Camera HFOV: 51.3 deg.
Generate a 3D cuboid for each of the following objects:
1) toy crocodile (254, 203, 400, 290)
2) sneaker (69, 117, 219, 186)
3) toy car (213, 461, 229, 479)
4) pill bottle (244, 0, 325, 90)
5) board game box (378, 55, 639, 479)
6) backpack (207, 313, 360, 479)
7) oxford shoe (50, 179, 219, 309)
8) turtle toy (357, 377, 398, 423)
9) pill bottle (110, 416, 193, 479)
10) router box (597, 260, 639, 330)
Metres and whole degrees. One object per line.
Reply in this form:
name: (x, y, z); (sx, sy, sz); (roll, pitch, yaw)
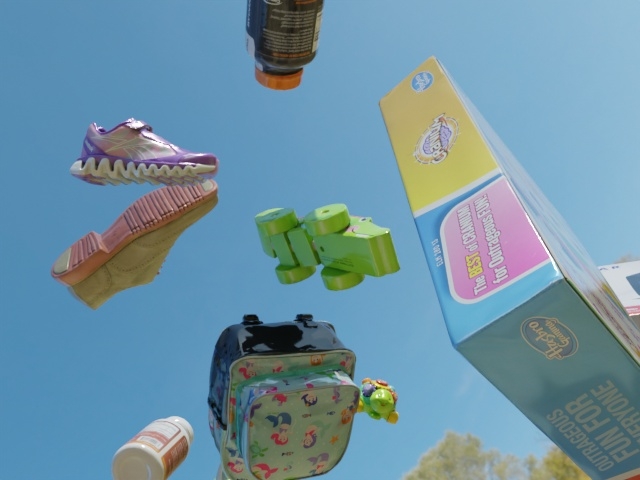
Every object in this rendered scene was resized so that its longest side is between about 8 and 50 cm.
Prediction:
toy crocodile: (0.000, 0.000, 1.018); (0.105, 0.340, 0.115); (-30, -72, -31)
sneaker: (-0.275, -0.141, 1.049); (0.095, 0.236, 0.105); (54, -141, -79)
toy car: (-0.129, 0.534, 1.381); (0.188, 0.149, 0.155); (16, -52, -11)
pill bottle: (-0.059, -0.376, 1.108); (0.130, 0.130, 0.246); (-26, -37, -33)
board game box: (0.157, 0.020, 0.491); (0.064, 0.317, 0.242); (-37, -63, 19)
backpack: (-0.060, 0.267, 1.045); (0.225, 0.191, 0.254); (0, -61, -24)
oxford shoe: (-0.381, 0.004, 1.466); (0.396, 0.140, 0.147); (-31, -56, -2)
turtle toy: (0.109, 0.303, 1.267); (0.130, 0.095, 0.066); (-103, 31, -85)
pill bottle: (-0.368, 0.477, 1.500); (0.121, 0.121, 0.216); (-65, -8, 9)
router box: (0.471, 0.094, 0.923); (0.301, 0.335, 0.082); (-32, -69, -73)
